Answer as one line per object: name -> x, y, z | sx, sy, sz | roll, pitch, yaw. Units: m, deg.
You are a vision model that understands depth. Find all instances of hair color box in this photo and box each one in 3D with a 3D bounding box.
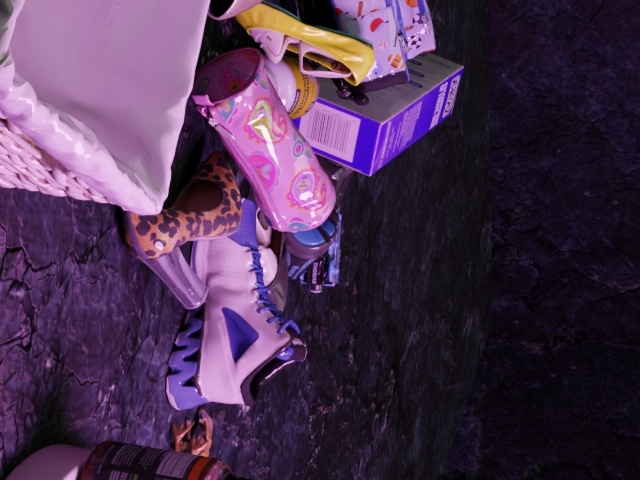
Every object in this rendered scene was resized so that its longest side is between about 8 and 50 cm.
hair color box -> 0.090, -0.240, 2.330 | 0.339, 0.185, 0.110 | -39, 147, -51

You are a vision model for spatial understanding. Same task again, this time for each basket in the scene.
basket -> -0.267, -0.232, 1.141 | 0.328, 0.266, 0.331 | 49, 52, -68

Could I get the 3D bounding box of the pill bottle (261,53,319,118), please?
pill bottle -> -0.075, -0.230, 2.048 | 0.184, 0.103, 0.103 | -24, 120, -71

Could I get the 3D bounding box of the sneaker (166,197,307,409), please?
sneaker -> -0.100, 0.104, 1.976 | 0.127, 0.182, 0.316 | 39, 60, -72

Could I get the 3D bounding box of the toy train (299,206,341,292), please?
toy train -> 0.000, 0.000, 2.447 | 0.105, 0.080, 0.184 | -40, 133, -79

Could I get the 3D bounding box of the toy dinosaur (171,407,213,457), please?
toy dinosaur -> -0.188, 0.329, 1.989 | 0.112, 0.064, 0.212 | 81, 24, -47

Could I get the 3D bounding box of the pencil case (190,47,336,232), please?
pencil case -> -0.082, -0.137, 1.921 | 0.284, 0.124, 0.124 | 59, 39, -39

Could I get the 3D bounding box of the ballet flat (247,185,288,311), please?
ballet flat -> -0.099, 0.007, 2.115 | 0.096, 0.095, 0.281 | 52, 36, -54

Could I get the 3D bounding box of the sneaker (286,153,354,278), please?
sneaker -> -0.019, -0.086, 2.332 | 0.140, 0.125, 0.341 | 120, -9, -48

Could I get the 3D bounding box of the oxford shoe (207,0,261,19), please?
oxford shoe -> -0.113, -0.476, 1.770 | 0.146, 0.140, 0.397 | -53, 145, -46

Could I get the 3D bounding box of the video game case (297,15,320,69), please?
video game case -> 0.026, -0.373, 2.418 | 0.232, 0.041, 0.210 | 44, 57, -69

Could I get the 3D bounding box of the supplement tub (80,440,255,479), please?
supplement tub -> -0.170, 0.295, 1.561 | 0.106, 0.197, 0.106 | 7, 90, -73

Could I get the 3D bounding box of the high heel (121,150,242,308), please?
high heel -> -0.186, -0.063, 1.816 | 0.186, 0.093, 0.261 | 56, 34, -44

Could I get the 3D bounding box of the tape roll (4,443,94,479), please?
tape roll -> -0.315, 0.439, 1.611 | 0.392, 0.072, 0.392 | 7, 90, -73

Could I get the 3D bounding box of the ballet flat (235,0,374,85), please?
ballet flat -> -0.033, -0.286, 1.973 | 0.077, 0.230, 0.077 | 140, -31, -77

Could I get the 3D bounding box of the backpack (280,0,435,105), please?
backpack -> 0.054, -0.380, 2.117 | 0.263, 0.213, 0.276 | 67, -8, -28
